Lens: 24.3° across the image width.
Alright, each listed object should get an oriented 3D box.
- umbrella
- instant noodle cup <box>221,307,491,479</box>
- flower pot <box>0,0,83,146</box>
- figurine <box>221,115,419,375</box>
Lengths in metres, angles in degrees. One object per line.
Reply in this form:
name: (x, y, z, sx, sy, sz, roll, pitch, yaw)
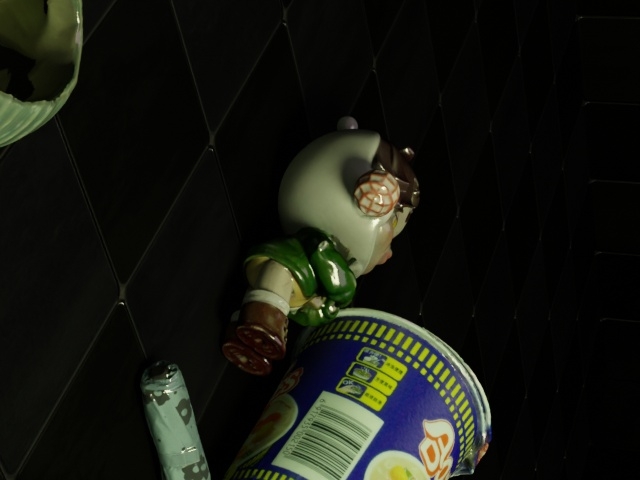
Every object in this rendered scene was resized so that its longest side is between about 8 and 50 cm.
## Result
umbrella: (-0.151, 0.236, 1.605, 0.053, 0.052, 0.250, -116, -167, -56)
instant noodle cup: (0.017, 0.278, 1.790, 0.312, 0.284, 0.284, -48, 139, -46)
flower pot: (-0.270, -0.157, 1.049, 0.243, 0.157, 0.189, 22, 75, -70)
figurine: (0.000, 0.000, 1.810, 0.370, 0.167, 0.281, -57, -179, -34)
